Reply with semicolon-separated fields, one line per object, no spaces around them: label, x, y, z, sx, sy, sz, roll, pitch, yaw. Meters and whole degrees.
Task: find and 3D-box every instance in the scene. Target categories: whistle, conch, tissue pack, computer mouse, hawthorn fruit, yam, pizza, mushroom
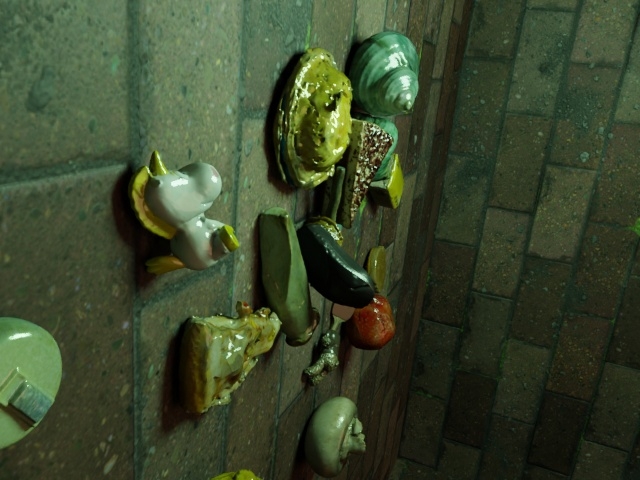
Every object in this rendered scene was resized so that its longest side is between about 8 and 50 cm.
whistle;-0.310;0.105;0.479;0.258;0.067;0.126;75;32;-48
conch;0.128;-0.234;1.398;0.176;0.122;0.188;-100;-168;-65
tissue pack;0.204;-0.184;1.688;0.169;0.082;0.120;52;51;-65
computer mouse;0.015;0.063;1.141;0.073;0.217;0.122;-33;164;-41
hawthorn fruit;0.158;0.253;1.713;0.173;0.174;0.179;-7;110;-69
yam;0.024;-0.058;1.235;0.029;0.027;0.234;-80;-177;-61
pizza;-0.148;0.197;0.967;0.297;0.071;0.189;0;101;-70
mushroom;0.050;0.567;1.571;0.226;0.178;0.226;16;90;-79
mushroom;-0.069;0.086;1.103;0.333;0.087;0.107;78;29;-41
conch;0.163;-0.396;1.336;0.277;0.195;0.220;-112;177;-48

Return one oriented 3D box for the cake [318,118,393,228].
cake;0.049;-0.165;1.240;0.135;0.112;0.246;31;84;-48

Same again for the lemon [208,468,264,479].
lemon;-0.156;0.525;0.951;0.204;0.204;0.260;-10;110;-69

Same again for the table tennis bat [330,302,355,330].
table tennis bat;0.058;0.212;1.581;0.087;0.013;0.156;31;81;-40

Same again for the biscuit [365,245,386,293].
biscuit;0.183;0.091;1.850;0.170;0.050;0.170;4;90;-72

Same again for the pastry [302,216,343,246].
pastry;0.000;0.000;1.218;0.097;0.109;0.057;-39;175;39

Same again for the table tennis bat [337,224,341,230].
table tennis bat;0.032;-0.041;1.376;0.237;0.038;0.149;-67;157;-16

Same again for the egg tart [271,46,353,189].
egg tart;0.002;-0.232;1.074;0.291;0.107;0.290;11;90;-70

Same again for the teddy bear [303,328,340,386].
teddy bear;0.019;0.317;1.485;0.119;0.078;0.160;71;37;-49

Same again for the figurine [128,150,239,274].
figurine;-0.182;-0.039;0.721;0.130;0.109;0.178;-32;132;-34
